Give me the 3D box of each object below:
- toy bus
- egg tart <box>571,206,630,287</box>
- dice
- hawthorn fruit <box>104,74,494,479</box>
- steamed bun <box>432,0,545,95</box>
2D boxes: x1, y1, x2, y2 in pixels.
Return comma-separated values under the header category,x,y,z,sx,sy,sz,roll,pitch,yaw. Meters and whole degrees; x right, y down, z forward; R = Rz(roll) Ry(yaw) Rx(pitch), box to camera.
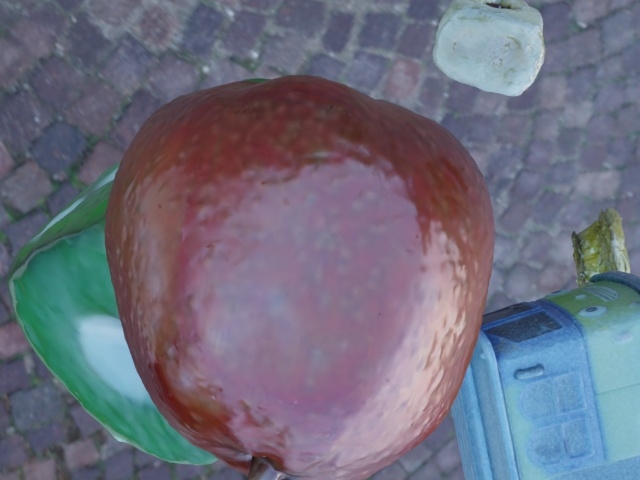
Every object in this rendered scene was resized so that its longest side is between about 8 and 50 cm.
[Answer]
category,x,y,z,sx,sy,sz,roll,pitch,yaw
toy bus,0.219,0.197,1.071,0.190,0.152,0.312,-13,99,-6
egg tart,0.408,0.046,1.886,0.074,0.191,0.191,-9,124,8
dice,-0.109,0.030,1.315,0.287,0.297,0.300,51,48,-10
hawthorn fruit,-0.016,0.037,0.608,0.196,0.196,0.226,27,62,-36
steamed bun,0.265,-0.329,2.021,0.172,0.155,0.141,17,129,-4
